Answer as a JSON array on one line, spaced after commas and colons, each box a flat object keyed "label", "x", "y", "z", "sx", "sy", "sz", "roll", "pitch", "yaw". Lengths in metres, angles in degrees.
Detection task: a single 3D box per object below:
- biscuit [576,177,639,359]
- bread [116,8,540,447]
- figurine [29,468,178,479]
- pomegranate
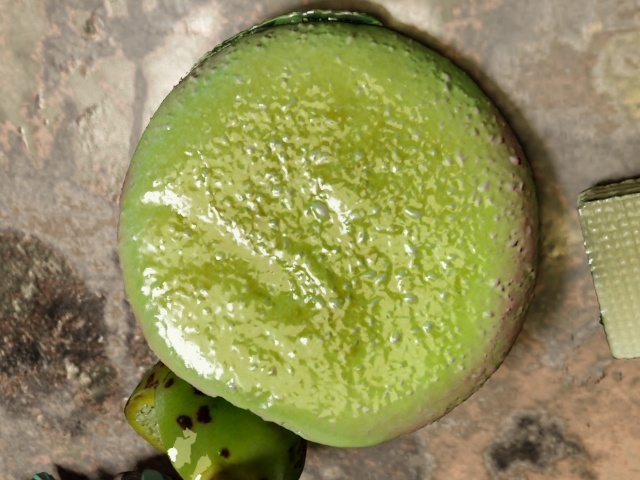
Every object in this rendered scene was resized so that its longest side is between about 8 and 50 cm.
[{"label": "biscuit", "x": 0.269, "y": 0.007, "z": 0.594, "sx": 0.199, "sy": 0.040, "sz": 0.121, "roll": -10, "pitch": 107, "yaw": 25}, {"label": "bread", "x": 0.004, "y": -0.004, "z": 0.651, "sx": 0.301, "sy": 0.045, "sz": 0.301, "roll": 1, "pitch": 98, "yaw": 8}, {"label": "figurine", "x": -0.213, "y": 0.281, "z": 0.881, "sx": 0.245, "sy": 0.110, "sz": 0.138, "roll": -10, "pitch": 76, "yaw": 32}, {"label": "pomegranate", "x": -0.068, "y": 0.144, "z": 0.742, "sx": 0.122, "sy": 0.169, "sz": 0.143, "roll": -42, "pitch": 113, "yaw": -10}]
